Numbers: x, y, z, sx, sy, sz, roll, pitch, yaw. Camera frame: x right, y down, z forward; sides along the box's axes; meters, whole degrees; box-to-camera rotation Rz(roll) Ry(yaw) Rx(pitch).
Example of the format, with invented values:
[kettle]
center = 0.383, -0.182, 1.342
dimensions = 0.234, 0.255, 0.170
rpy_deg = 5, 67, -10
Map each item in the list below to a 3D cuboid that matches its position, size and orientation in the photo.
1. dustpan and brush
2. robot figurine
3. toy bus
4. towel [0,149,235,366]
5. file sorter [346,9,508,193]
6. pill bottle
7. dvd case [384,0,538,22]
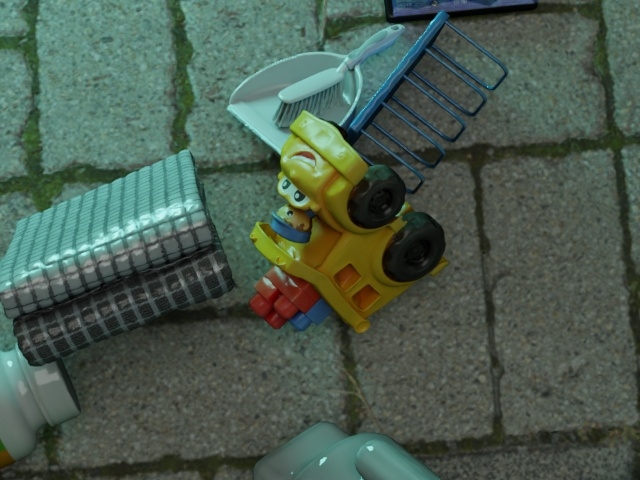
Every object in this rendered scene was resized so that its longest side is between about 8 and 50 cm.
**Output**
[dustpan and brush]
center = 0.014, -0.184, 1.870
dimensions = 0.211, 0.060, 0.147
rpy_deg = -30, 50, -25
[robot figurine]
center = 0.079, 0.336, 1.684
dimensions = 0.200, 0.300, 0.353
rpy_deg = -31, 52, -29
[toy bus]
center = 0.000, 0.000, 1.770
dimensions = 0.211, 0.220, 0.149
rpy_deg = -43, 45, -2
[towel]
center = -0.217, 0.022, 1.740
dimensions = 0.235, 0.283, 0.121
rpy_deg = -23, 105, -2
[file sorter]
center = 0.118, -0.151, 1.852
dimensions = 0.104, 0.118, 0.170
rpy_deg = 38, 81, 2
[pill bottle]
center = -0.390, 0.192, 1.766
dimensions = 0.246, 0.136, 0.136
rpy_deg = -24, 82, -5
[dvd case]
center = 0.153, -0.388, 1.942
dimensions = 0.180, 0.022, 0.253
rpy_deg = -6, 81, -2
